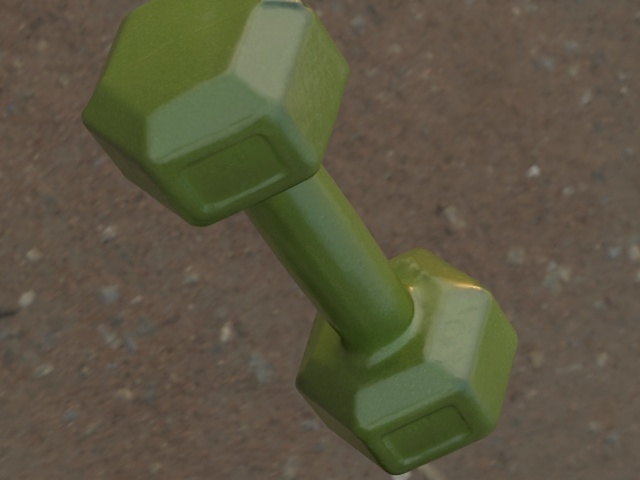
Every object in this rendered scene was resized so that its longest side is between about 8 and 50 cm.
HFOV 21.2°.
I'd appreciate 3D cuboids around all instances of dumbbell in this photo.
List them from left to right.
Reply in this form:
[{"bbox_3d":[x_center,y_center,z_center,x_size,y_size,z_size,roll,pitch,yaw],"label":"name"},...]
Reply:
[{"bbox_3d":[0.000,0.000,0.853,0.302,0.121,0.108,53,15,-43],"label":"dumbbell"}]
